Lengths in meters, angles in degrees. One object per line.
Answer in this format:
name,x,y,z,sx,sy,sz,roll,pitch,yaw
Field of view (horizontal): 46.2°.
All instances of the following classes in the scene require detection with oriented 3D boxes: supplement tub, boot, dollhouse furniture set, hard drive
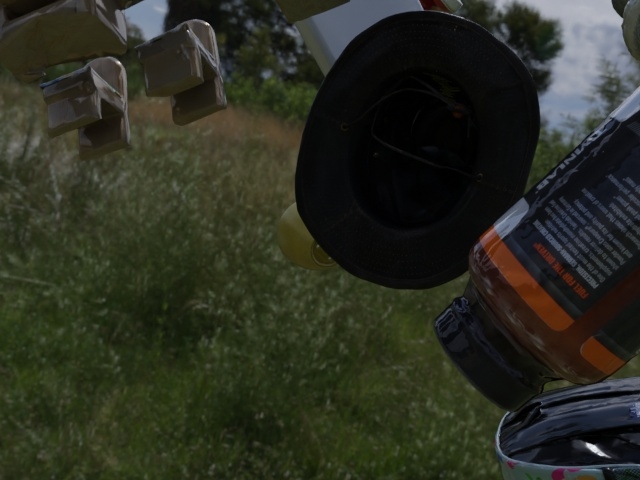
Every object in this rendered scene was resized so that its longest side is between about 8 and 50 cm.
supplement tub,0.154,0.005,0.407,0.106,0.198,0.106,41,16,-15
boot,0.187,-0.464,1.536,0.088,0.176,0.244,50,11,-17
dollhouse furniture set,-0.198,-0.325,0.782,0.394,0.257,0.362,-17,-26,13
hard drive,0.037,-0.362,1.067,0.040,0.203,0.308,12,-37,50

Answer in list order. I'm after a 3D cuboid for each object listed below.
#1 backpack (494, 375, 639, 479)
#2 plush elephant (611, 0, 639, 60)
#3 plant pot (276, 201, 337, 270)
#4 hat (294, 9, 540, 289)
backpack,0.334,0.256,0.855,0.253,0.191,0.225,-8,10,19
plush elephant,0.300,-0.299,0.526,0.271,0.255,0.330,-30,2,28
plant pot,0.000,0.000,1.318,0.134,0.134,0.095,13,16,-23
hat,0.127,-0.105,0.939,0.331,0.331,0.134,18,6,27
